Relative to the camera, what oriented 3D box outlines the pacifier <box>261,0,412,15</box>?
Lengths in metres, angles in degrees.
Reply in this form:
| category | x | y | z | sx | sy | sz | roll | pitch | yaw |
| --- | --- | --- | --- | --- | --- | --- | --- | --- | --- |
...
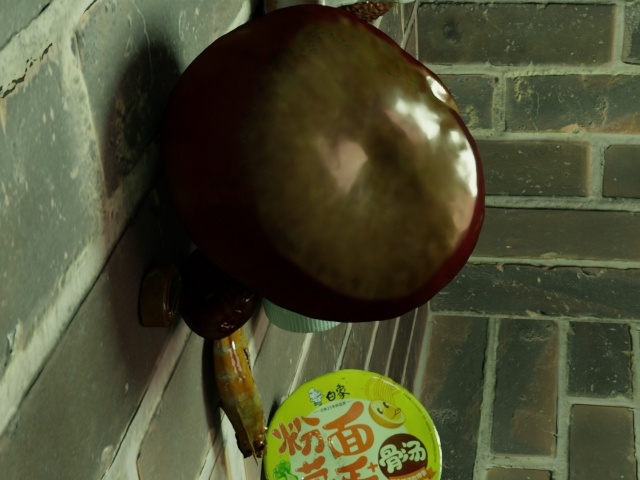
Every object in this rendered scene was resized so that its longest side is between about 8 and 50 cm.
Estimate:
| category | x | y | z | sx | sy | sz | roll | pitch | yaw |
| --- | --- | --- | --- | --- | --- | --- | --- | --- | --- |
| pacifier | 0.009 | -0.393 | 1.915 | 0.220 | 0.273 | 0.332 | -36 | 129 | -55 |

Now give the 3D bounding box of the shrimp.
| category | x | y | z | sx | sy | sz | roll | pitch | yaw |
| --- | --- | --- | --- | --- | --- | --- | --- | --- | --- |
| shrimp | -0.117 | 0.209 | 1.761 | 0.150 | 0.068 | 0.249 | -75 | 159 | -68 |

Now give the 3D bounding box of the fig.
| category | x | y | z | sx | sy | sz | roll | pitch | yaw |
| --- | --- | --- | --- | --- | --- | --- | --- | --- | --- |
| fig | -0.138 | 0.050 | 1.563 | 0.103 | 0.109 | 0.155 | 81 | -15 | -46 |

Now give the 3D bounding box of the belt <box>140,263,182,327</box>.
| category | x | y | z | sx | sy | sz | roll | pitch | yaw |
| --- | --- | --- | --- | --- | --- | --- | --- | --- | --- |
| belt | -0.187 | 0.063 | 1.438 | 0.059 | 0.036 | 0.083 | 77 | 17 | -50 |

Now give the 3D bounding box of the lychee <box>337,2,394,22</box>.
| category | x | y | z | sx | sy | sz | roll | pitch | yaw |
| --- | --- | --- | --- | --- | --- | --- | --- | --- | --- |
| lychee | 0.067 | -0.497 | 2.285 | 0.194 | 0.194 | 0.195 | 2 | 90 | -79 |

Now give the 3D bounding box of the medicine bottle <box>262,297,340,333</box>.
| category | x | y | z | sx | sy | sz | roll | pitch | yaw |
| --- | --- | --- | --- | --- | --- | --- | --- | --- | --- |
| medicine bottle | -0.032 | -0.023 | 1.898 | 0.158 | 0.158 | 0.318 | -74 | 162 | -52 |

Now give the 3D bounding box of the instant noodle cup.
| category | x | y | z | sx | sy | sz | roll | pitch | yaw |
| --- | --- | --- | --- | --- | --- | --- | --- | --- | --- |
| instant noodle cup | 0.055 | 0.407 | 2.136 | 0.221 | 0.311 | 0.311 | 89 | 8 | -65 |

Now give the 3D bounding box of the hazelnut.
| category | x | y | z | sx | sy | sz | roll | pitch | yaw |
| --- | --- | --- | --- | --- | --- | --- | --- | --- | --- |
| hazelnut | 0.005 | -0.092 | 1.478 | 0.409 | 0.359 | 0.359 | 37 | 44 | -28 |
